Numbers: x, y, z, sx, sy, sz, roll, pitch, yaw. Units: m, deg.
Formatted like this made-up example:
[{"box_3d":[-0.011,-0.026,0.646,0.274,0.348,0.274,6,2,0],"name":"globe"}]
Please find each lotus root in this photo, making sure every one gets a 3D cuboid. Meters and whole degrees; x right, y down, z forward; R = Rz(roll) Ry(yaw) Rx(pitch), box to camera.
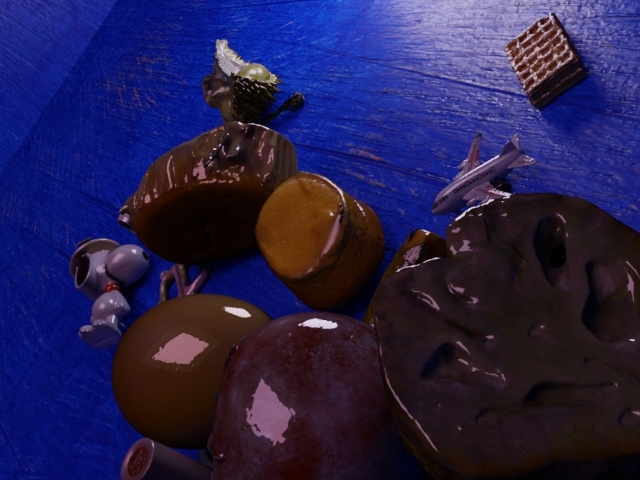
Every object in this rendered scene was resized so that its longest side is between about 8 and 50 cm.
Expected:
[{"box_3d":[0.249,0.121,0.986,0.374,0.111,0.390,28,57,21],"name":"lotus root"}]

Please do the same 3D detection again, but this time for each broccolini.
[{"box_3d":[-0.086,-0.281,1.938,0.140,0.030,0.035,-33,75,35],"name":"broccolini"}]

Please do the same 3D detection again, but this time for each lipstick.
[{"box_3d":[-0.164,0.362,1.263,0.070,0.254,0.070,-31,40,30],"name":"lipstick"}]

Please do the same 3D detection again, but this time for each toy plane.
[{"box_3d":[0.243,-0.090,1.338,0.171,0.065,0.162,-42,37,20],"name":"toy plane"}]

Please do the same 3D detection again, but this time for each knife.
[{"box_3d":[-0.163,0.404,1.439,0.028,0.015,0.210,-47,35,-1],"name":"knife"}]

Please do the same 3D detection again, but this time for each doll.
[{"box_3d":[-0.495,0.114,1.972,0.208,0.144,0.272,-10,48,34],"name":"doll"}]

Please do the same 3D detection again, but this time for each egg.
[{"box_3d":[-0.192,0.210,1.434,0.322,0.250,0.250,-19,47,31],"name":"egg"}]

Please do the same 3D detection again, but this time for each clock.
[{"box_3d":[-0.418,-0.034,2.058,0.129,0.087,0.041,4,59,50],"name":"clock"}]

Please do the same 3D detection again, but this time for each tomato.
[{"box_3d":[-0.004,0.249,1.125,0.282,0.317,0.317,1,57,16],"name":"tomato"}]

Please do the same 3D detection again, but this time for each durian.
[{"box_3d":[-0.196,-0.350,1.996,0.172,0.166,0.306,-45,35,18],"name":"durian"}]

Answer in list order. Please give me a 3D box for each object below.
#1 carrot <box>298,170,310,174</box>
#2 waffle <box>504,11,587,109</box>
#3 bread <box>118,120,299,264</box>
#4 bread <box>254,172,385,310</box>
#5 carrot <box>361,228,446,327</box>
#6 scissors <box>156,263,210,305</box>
[{"box_3d":[-0.113,-0.114,1.799,0.256,0.061,0.061,-8,54,37],"name":"carrot"},{"box_3d":[0.354,-0.286,1.395,0.102,0.042,0.148,-37,38,26],"name":"waffle"},{"box_3d":[-0.200,-0.078,1.700,0.388,0.236,0.183,-23,57,43],"name":"bread"},{"box_3d":[0.000,0.000,1.481,0.195,0.142,0.270,-47,37,6],"name":"bread"},{"box_3d":[0.132,0.066,1.327,0.082,0.082,0.173,28,90,55],"name":"carrot"},{"box_3d":[-0.270,0.129,1.797,0.160,0.024,0.318,-43,35,12],"name":"scissors"}]
